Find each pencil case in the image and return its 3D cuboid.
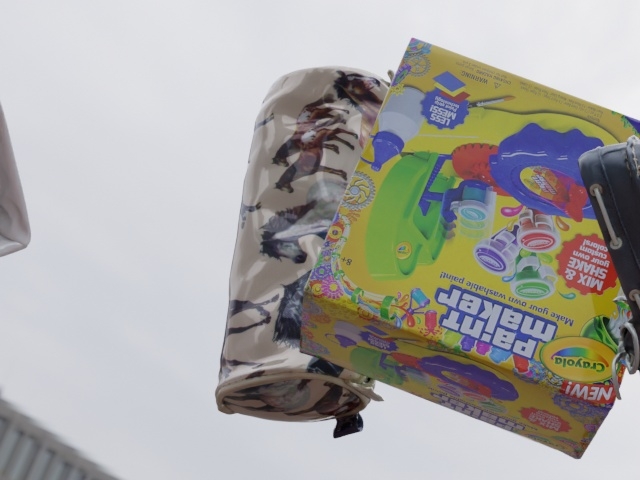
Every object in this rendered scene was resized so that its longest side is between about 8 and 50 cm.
[{"bbox_3d":[0.000,0.000,1.887,0.183,0.410,0.160,0,-26,15],"label":"pencil case"}]

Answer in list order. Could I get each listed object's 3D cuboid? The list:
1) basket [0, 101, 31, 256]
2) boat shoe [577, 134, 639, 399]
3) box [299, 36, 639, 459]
[{"bbox_3d":[-0.346,-0.063,1.585,0.103,0.113,0.167,11,-64,60],"label":"basket"},{"bbox_3d":[0.241,0.052,1.219,0.079,0.095,0.254,-12,-77,23],"label":"boat shoe"},{"bbox_3d":[0.164,0.010,1.626,0.290,0.279,0.177,20,-21,6],"label":"box"}]
